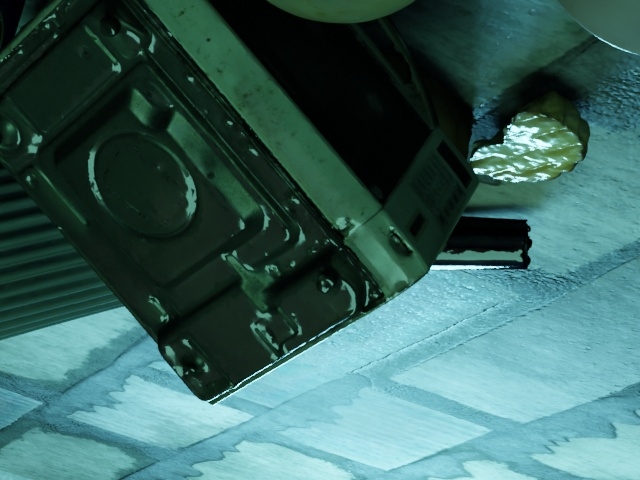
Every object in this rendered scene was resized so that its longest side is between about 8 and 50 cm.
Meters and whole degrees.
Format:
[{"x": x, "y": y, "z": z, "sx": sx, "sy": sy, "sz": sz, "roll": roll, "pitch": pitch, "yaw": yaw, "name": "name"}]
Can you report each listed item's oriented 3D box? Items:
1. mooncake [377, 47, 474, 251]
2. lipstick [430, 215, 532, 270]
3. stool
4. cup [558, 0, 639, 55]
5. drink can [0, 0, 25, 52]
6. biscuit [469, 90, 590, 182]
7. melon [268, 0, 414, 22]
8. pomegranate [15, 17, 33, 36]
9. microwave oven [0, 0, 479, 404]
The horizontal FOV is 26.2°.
[{"x": 0.010, "y": -0.082, "z": 1.582, "sx": 0.324, "sy": 0.187, "sz": 0.324, "roll": 10, "pitch": 156, "yaw": 5, "name": "mooncake"}, {"x": 0.077, "y": 0.001, "z": 1.850, "sx": 0.418, "sy": 0.077, "sz": 0.077, "roll": 1, "pitch": 153, "yaw": 21, "name": "lipstick"}, {"x": -0.323, "y": -0.034, "z": 1.700, "sx": 0.330, "sy": 0.297, "sz": 0.297, "roll": -10, "pitch": 148, "yaw": 28, "name": "stool"}, {"x": 0.322, "y": -0.283, "z": 1.086, "sx": 0.253, "sy": 0.191, "sz": 0.200, "roll": -14, "pitch": 157, "yaw": -20, "name": "cup"}, {"x": -0.376, "y": -0.218, "z": 1.421, "sx": 0.118, "sy": 0.205, "sz": 0.118, "roll": 8, "pitch": 154, "yaw": 4, "name": "drink can"}, {"x": 0.242, "y": -0.118, "z": 1.564, "sx": 0.118, "sy": 0.061, "sz": 0.183, "roll": 15, "pitch": 156, "yaw": -13, "name": "biscuit"}, {"x": -0.001, "y": -0.309, "z": 1.083, "sx": 0.223, "sy": 0.223, "sz": 0.317, "roll": 0, "pitch": 152, "yaw": 21, "name": "melon"}, {"x": -0.287, "y": -0.188, "z": 1.510, "sx": 0.138, "sy": 0.125, "sz": 0.163, "roll": 19, "pitch": -161, "yaw": 17, "name": "pomegranate"}, {"x": -0.096, "y": -0.090, "z": 1.299, "sx": 0.333, "sy": 0.247, "sz": 0.394, "roll": -34, "pitch": 100, "yaw": 37, "name": "microwave oven"}]
